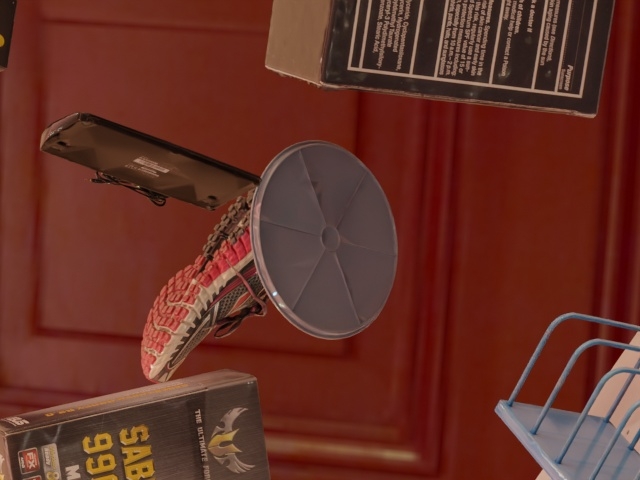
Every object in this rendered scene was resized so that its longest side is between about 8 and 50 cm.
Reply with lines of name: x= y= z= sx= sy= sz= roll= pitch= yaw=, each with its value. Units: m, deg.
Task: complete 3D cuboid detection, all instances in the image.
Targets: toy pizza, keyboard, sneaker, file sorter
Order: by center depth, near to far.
file sorter: x=0.241 y=0.146 z=1.455 sx=0.104 sy=0.118 sz=0.170 roll=-64 pitch=36 yaw=19
keyboard: x=-0.149 y=-0.073 z=1.567 sx=0.192 sy=0.100 sz=0.038 roll=21 pitch=-122 yaw=-38
toy pizza: x=0.000 y=0.000 z=1.883 sx=0.201 sy=0.032 sz=0.201 roll=10 pitch=-105 yaw=-42
sneaker: x=-0.127 y=0.075 z=2.474 sx=0.299 sy=0.112 sz=0.121 roll=-49 pitch=24 yaw=8

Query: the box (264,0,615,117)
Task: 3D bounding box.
box: x=0.124 y=-0.284 z=1.809 sx=0.182 sy=0.294 sz=0.296 roll=-151 pitch=68 yaw=-68

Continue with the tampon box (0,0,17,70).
tampon box: x=-0.366 y=-0.202 z=1.691 sx=0.120 sy=0.161 sz=0.101 roll=18 pitch=-109 yaw=-38

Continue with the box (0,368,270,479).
box: x=-0.120 y=0.218 z=1.276 sx=0.056 sy=0.183 sz=0.231 roll=9 pitch=108 yaw=64

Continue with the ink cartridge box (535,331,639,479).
ink cartridge box: x=0.425 y=0.275 z=1.887 sx=0.395 sy=0.151 sz=0.270 roll=36 pitch=-92 yaw=-35
